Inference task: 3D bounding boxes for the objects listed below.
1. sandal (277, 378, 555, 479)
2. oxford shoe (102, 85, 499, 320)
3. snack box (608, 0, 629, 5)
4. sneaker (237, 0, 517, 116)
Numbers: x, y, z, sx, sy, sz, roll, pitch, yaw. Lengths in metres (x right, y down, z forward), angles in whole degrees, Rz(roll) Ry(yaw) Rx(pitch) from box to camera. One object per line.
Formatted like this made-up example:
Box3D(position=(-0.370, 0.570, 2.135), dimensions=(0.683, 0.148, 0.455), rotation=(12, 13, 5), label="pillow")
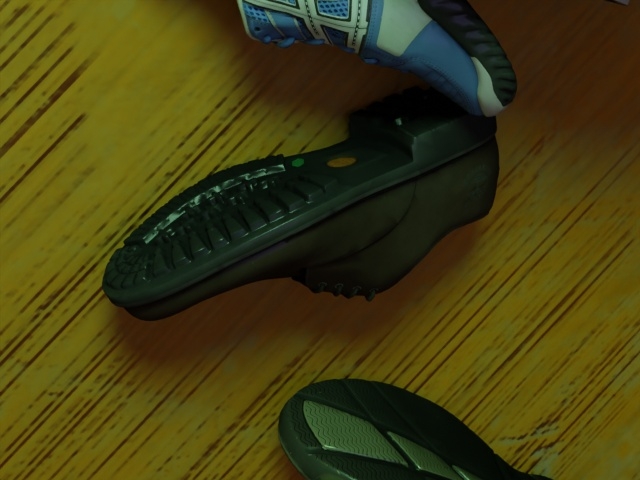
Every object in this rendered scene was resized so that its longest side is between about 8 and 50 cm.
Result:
Box3D(position=(0.092, 0.179, 0.736), dimensions=(0.303, 0.120, 0.086), rotation=(33, 108, -31), label="sandal")
Box3D(position=(0.000, 0.000, 0.639), dimensions=(0.227, 0.083, 0.096), rotation=(-22, 119, -15), label="oxford shoe")
Box3D(position=(0.091, -0.141, 0.588), dimensions=(0.178, 0.064, 0.022), rotation=(-2, 114, -57), label="snack box")
Box3D(position=(0.005, -0.123, 0.596), dimensions=(0.211, 0.080, 0.081), rotation=(36, 104, -13), label="sneaker")
